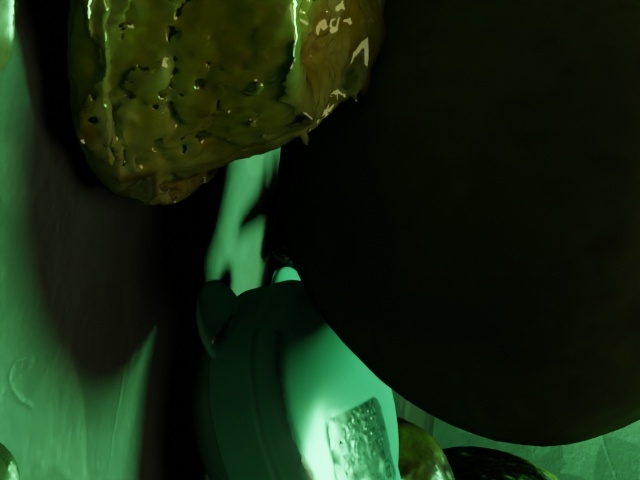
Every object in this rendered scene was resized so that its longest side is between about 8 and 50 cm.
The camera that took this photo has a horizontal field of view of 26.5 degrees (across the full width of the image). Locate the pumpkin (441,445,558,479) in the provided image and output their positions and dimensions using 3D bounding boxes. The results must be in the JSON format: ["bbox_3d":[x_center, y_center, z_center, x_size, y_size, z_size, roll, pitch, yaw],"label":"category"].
[{"bbox_3d":[0.131,0.439,1.467,0.454,0.343,0.455,-161,-90,-85],"label":"pumpkin"}]

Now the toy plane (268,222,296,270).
[{"bbox_3d":[0.013,-0.008,1.293,0.254,0.105,0.271,70,28,-68],"label":"toy plane"}]

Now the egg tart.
[{"bbox_3d":[-0.035,-0.176,0.800,0.345,0.132,0.345,14,90,-75],"label":"egg tart"}]

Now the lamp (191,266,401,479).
[{"bbox_3d":[-0.005,0.161,1.067,0.284,0.147,0.209,57,26,11],"label":"lamp"}]

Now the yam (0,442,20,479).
[{"bbox_3d":[-0.171,0.139,0.537,0.146,0.069,0.070,-67,161,-53],"label":"yam"}]

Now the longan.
[{"bbox_3d":[0.140,-0.027,0.986,0.361,0.360,0.361,7,90,-79],"label":"longan"}]

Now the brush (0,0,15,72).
[{"bbox_3d":[-0.150,-0.203,0.464,0.065,0.070,0.328,-37,137,-50],"label":"brush"}]

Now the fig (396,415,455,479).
[{"bbox_3d":[-0.024,0.284,1.196,0.321,0.217,0.217,-36,139,-35],"label":"fig"}]
